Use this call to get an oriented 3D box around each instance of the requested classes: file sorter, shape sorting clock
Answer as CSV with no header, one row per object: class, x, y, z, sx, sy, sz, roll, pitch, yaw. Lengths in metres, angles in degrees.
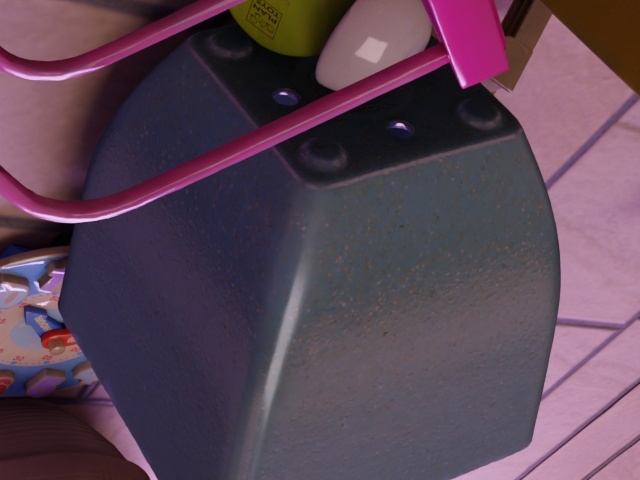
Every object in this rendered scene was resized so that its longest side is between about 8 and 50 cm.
file sorter,-0.084,-0.185,0.448,0.182,0.290,0.202,-23,148,7
shape sorting clock,-0.203,0.067,0.971,0.206,0.040,0.206,-16,147,-11

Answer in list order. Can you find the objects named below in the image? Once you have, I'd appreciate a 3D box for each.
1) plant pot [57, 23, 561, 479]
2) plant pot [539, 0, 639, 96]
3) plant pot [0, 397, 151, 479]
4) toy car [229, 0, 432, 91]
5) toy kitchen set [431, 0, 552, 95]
plant pot,0.000,0.000,0.796,0.248,0.247,0.252,-17,140,-28
plant pot,0.271,-0.188,0.754,0.212,0.212,0.187,-1,128,-31
plant pot,-0.260,0.203,1.062,0.237,0.109,0.237,-14,152,-8
toy car,0.014,-0.180,0.673,0.136,0.159,0.182,-44,168,-45
toy kitchen set,0.095,-0.145,0.861,0.083,0.075,0.068,32,167,-16
